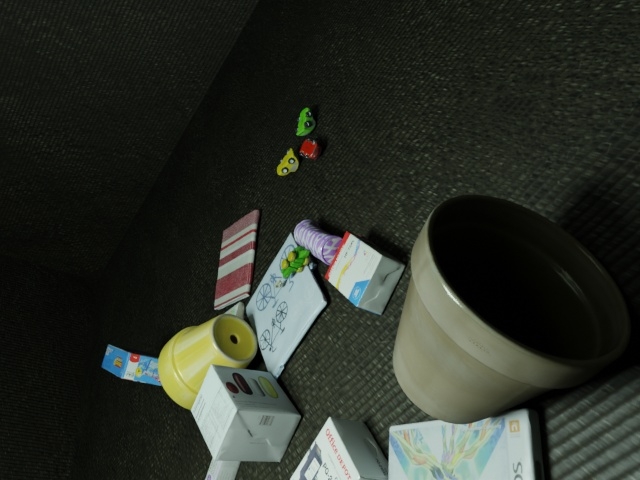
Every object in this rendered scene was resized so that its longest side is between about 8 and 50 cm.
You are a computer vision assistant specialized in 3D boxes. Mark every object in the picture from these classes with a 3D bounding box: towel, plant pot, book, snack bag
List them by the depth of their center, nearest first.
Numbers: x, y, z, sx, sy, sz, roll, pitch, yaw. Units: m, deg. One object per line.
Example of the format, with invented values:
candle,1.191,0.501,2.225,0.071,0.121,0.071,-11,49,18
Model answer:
plant pot,0.253,0.138,0.904,0.323,0.323,0.280,-103,28,-45
snack bag,-0.102,0.186,1.688,0.323,0.037,0.343,-58,34,20
plant pot,-0.321,0.349,1.740,0.239,0.254,0.254,-41,40,32
book,-0.308,0.280,1.978,0.144,0.035,0.096,-38,38,45
towel,-0.299,0.073,2.090,0.237,0.037,0.329,-28,51,47

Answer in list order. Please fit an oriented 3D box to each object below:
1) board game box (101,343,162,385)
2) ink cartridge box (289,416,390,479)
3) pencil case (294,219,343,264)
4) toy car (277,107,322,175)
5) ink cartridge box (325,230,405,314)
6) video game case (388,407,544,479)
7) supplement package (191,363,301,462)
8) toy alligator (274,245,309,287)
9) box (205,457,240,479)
board game box,-0.583,0.454,2.042,0.308,0.301,0.086,-7,66,58
ink cartridge box,0.030,0.515,1.194,0.237,0.100,0.172,-61,31,14
pencil case,0.000,0.000,1.593,0.088,0.086,0.206,-37,30,-13
toy car,-0.052,-0.336,1.922,0.239,0.053,0.225,-20,55,52
ink cartridge box,0.093,0.067,1.397,0.134,0.078,0.231,-65,29,7
video game case,0.231,0.453,0.967,0.329,0.036,0.300,-30,47,48
supplement package,-0.196,0.447,1.494,0.203,0.194,0.149,38,107,54
toy alligator,-0.084,0.066,1.634,0.190,0.056,0.051,-48,37,41
box,-0.245,0.558,1.658,0.063,0.067,0.324,12,83,61
